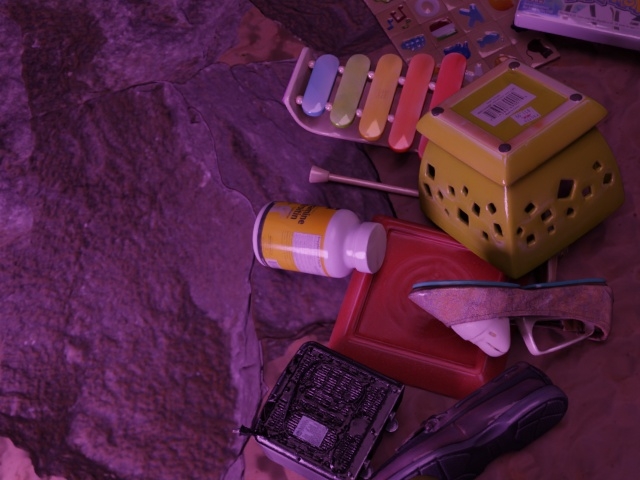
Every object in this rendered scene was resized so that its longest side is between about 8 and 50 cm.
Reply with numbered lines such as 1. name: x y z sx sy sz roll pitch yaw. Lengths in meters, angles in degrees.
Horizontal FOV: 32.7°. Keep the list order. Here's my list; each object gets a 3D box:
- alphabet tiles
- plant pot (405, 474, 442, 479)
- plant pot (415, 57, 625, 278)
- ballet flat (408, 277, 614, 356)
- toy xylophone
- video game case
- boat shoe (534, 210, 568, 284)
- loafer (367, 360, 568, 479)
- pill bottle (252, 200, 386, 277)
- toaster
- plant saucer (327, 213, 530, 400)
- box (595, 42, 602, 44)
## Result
1. alphabet tiles: 0.246 -0.401 1.870 0.285 0.011 0.342 -26 64 -7
2. plant pot: 0.184 0.436 1.338 0.275 0.275 0.293 -38 51 -13
3. plant pot: 0.279 -0.120 1.573 0.228 0.207 0.227 -34 46 -17
4. ballet flat: 0.275 0.107 1.521 0.316 0.107 0.106 0 79 -17
5. toy xylophone: 0.099 -0.194 1.741 0.322 0.081 0.236 5 65 9
6. video game case: 0.515 -0.445 1.799 0.329 0.036 0.300 14 65 12
7. boat shoe: 0.347 0.007 1.632 0.045 0.050 0.135 10 68 -14
8. loafer: 0.192 0.268 1.499 0.302 0.109 0.095 -27 46 -10
9. pill bottle: 0.000 0.000 1.621 0.184 0.103 0.103 8 64 26
10. toaster: 0.006 0.247 1.513 0.185 0.110 0.168 24 68 16
11. plant saucer: 0.163 0.089 1.613 0.259 0.048 0.258 15 66 12
12. box: 0.547 -0.416 1.827 0.190 0.045 0.184 -4 65 3
